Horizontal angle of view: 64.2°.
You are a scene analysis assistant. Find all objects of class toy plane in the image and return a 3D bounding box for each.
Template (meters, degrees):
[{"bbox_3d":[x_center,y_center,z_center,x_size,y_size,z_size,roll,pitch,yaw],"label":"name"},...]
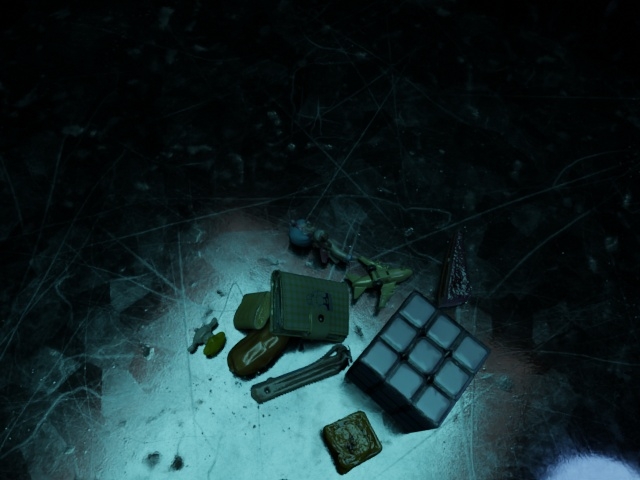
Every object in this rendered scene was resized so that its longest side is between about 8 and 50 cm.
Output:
[{"bbox_3d":[0.220,0.137,1.843,0.244,0.092,0.229,-15,54,-7],"label":"toy plane"}]

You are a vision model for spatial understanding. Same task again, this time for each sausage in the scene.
[{"bbox_3d":[-0.204,0.356,1.694,0.241,0.136,0.120,-39,81,-14],"label":"sausage"}]

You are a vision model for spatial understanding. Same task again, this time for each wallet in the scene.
[{"bbox_3d":[-0.027,0.222,1.715,0.310,0.077,0.223,14,60,-38],"label":"wallet"}]

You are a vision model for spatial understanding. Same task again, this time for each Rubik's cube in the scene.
[{"bbox_3d":[0.299,0.392,1.619,0.301,0.305,0.304,40,71,13],"label":"Rubik's cube"}]

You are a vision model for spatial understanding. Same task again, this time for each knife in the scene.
[{"bbox_3d":[-0.062,0.449,1.711,0.365,0.043,0.089,-21,70,-11],"label":"knife"}]

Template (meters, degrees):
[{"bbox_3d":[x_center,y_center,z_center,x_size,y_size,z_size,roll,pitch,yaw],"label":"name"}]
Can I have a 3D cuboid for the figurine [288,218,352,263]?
[{"bbox_3d":[-0.006,0.011,1.846,0.260,0.205,0.102,31,92,6],"label":"figurine"}]

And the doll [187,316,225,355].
[{"bbox_3d":[-0.390,0.335,1.724,0.135,0.071,0.113,-28,63,-11],"label":"doll"}]

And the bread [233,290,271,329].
[{"bbox_3d":[-0.225,0.234,1.717,0.060,0.178,0.139,36,64,-23],"label":"bread"}]

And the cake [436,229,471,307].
[{"bbox_3d":[0.498,0.107,1.864,0.113,0.116,0.295,10,69,-4],"label":"cake"}]

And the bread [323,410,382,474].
[{"bbox_3d":[0.102,0.629,1.589,0.158,0.143,0.149,-18,63,-12],"label":"bread"}]
